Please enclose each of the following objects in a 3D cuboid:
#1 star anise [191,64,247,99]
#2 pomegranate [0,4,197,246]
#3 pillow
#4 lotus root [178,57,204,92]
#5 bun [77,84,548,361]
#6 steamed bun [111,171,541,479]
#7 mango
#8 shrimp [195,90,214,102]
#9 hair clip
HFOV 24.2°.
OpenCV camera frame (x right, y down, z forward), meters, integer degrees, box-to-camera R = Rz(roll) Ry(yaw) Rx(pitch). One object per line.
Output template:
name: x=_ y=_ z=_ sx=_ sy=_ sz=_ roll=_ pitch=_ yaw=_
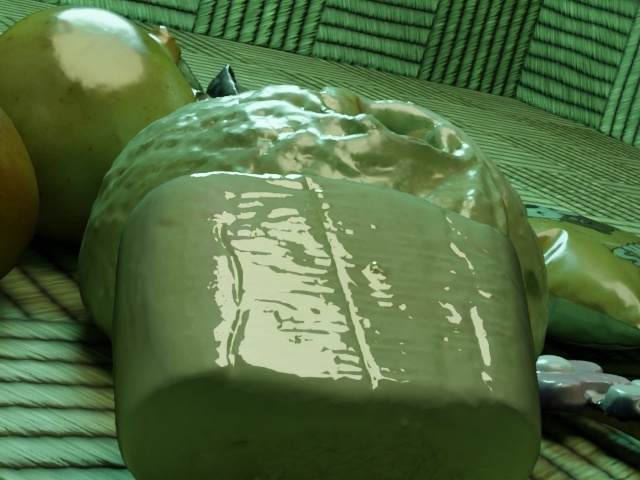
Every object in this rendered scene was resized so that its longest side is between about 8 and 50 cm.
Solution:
star anise: x=-0.103 y=-0.070 z=1.524 sx=0.089 sy=0.209 sz=0.231 roll=-26 pitch=1 yaw=38
pomegranate: x=-0.218 y=-0.102 z=1.332 sx=0.233 sy=0.233 sz=0.233 roll=15 pitch=12 yaw=-3
pillow: x=0.251 y=0.034 z=1.538 sx=0.312 sy=0.119 sz=0.310 roll=20 pitch=9 yaw=27
lotus root: x=-0.264 y=-0.115 z=1.567 sx=0.314 sy=0.142 sz=0.210 roll=13 pitch=52 yaw=-42
bun: x=0.000 y=0.000 z=1.132 sx=0.352 sy=0.227 sz=0.349 roll=20 pitch=15 yaw=28
steamed bun: x=-0.002 y=0.069 z=0.870 sx=0.250 sy=0.155 sz=0.200 roll=11 pitch=43 yaw=-18
mango: x=-0.301 y=-0.055 z=1.144 sx=0.139 sy=0.176 sz=0.254 roll=-21 pitch=21 yaw=-19
shrimp: x=-0.010 y=-0.040 z=1.375 sx=0.317 sy=0.168 sz=0.077 roll=38 pitch=57 yaw=9
hair clip: x=0.245 y=0.135 z=1.219 sx=0.257 sy=0.075 sz=0.146 roll=17 pitch=16 yaw=26
